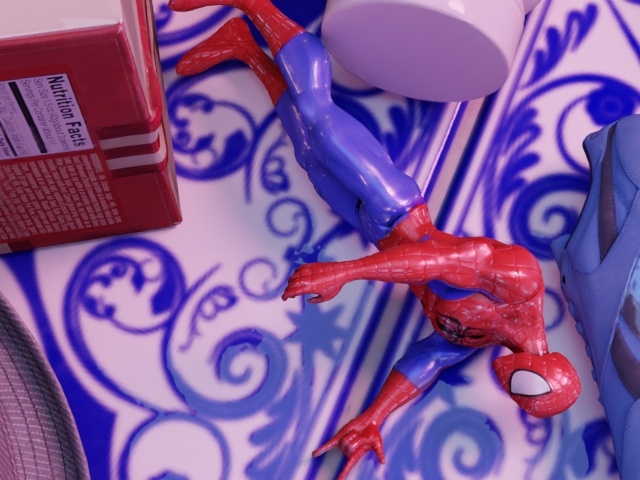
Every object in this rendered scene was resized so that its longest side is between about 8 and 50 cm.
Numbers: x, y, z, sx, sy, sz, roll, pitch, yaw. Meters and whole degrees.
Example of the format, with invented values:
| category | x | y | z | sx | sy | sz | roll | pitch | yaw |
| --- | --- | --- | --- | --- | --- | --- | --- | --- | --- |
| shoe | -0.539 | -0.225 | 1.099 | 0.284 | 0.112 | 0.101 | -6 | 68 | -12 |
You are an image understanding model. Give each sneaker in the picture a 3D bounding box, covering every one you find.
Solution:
| category | x | y | z | sx | sy | sz | roll | pitch | yaw |
| --- | --- | --- | --- | --- | --- | --- | --- | --- | --- |
| sneaker | 0.155 | 0.040 | 0.608 | 0.082 | 0.069 | 0.209 | -4 | 75 | 38 |

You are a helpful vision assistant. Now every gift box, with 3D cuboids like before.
| category | x | y | z | sx | sy | sz | roll | pitch | yaw |
| --- | --- | --- | --- | --- | --- | --- | --- | --- | --- |
| gift box | -0.216 | -0.146 | 0.594 | 0.276 | 0.255 | 0.258 | -6 | 70 | -7 |

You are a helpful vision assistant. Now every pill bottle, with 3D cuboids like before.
| category | x | y | z | sx | sy | sz | roll | pitch | yaw |
| --- | --- | --- | --- | --- | --- | --- | --- | --- | --- |
| pill bottle | 0.074 | -0.187 | 0.662 | 0.119 | 0.119 | 0.209 | 13 | 70 | 9 |

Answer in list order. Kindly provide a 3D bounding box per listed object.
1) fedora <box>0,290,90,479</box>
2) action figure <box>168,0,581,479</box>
| category | x | y | z | sx | sy | sz | roll | pitch | yaw |
| --- | --- | --- | --- | --- | --- | --- | --- | --- | --- |
| fedora | -0.225 | 0.112 | 0.506 | 0.243 | 0.124 | 0.275 | -21 | 97 | -3 |
| action figure | 0.000 | 0.000 | 0.613 | 0.139 | 0.091 | 0.280 | -39 | 71 | -17 |
